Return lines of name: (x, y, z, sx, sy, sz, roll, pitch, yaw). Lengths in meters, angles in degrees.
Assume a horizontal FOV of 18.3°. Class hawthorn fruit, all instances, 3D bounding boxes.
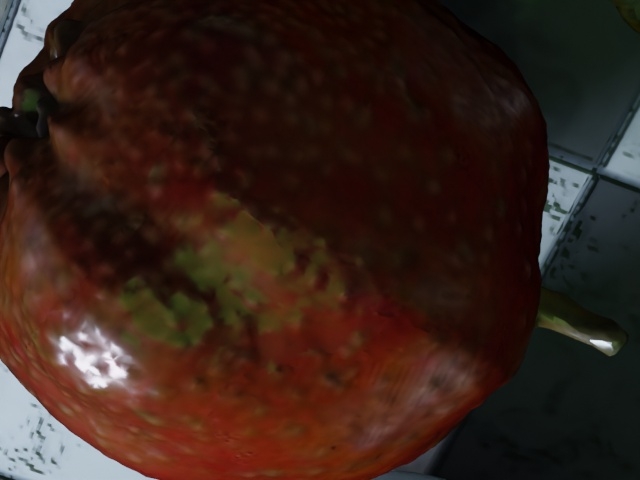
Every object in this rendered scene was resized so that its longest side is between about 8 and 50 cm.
hawthorn fruit: (0.000, 0.000, 0.739, 0.253, 0.205, 0.205, 25, 118, -19)

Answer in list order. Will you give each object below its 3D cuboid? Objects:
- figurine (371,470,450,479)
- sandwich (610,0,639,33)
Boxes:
figurine: (0.091, 0.211, 0.891, 0.370, 0.167, 0.281, 24, 148, -23)
sandwich: (0.139, -0.205, 0.626, 0.249, 0.095, 0.273, 24, 121, -41)
